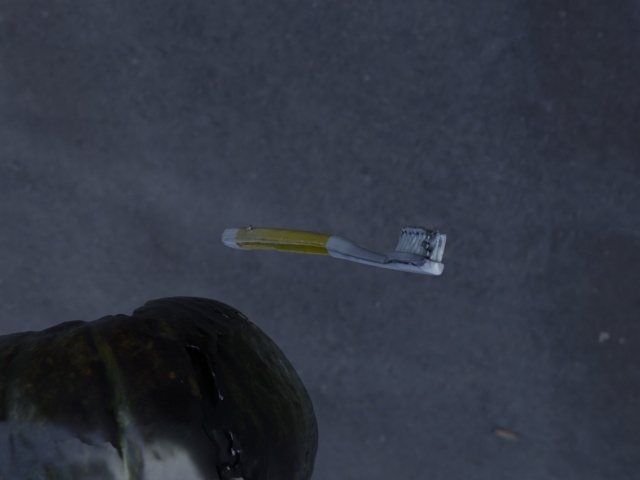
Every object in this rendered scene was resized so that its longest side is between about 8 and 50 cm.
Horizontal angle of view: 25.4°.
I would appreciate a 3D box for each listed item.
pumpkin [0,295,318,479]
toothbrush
[{"bbox_3d":[-0.160,0.151,1.022,0.321,0.192,0.320,-13,179,0],"label":"pumpkin"},{"bbox_3d":[0.000,0.000,0.897,0.021,0.024,0.288,19,174,-26],"label":"toothbrush"}]
